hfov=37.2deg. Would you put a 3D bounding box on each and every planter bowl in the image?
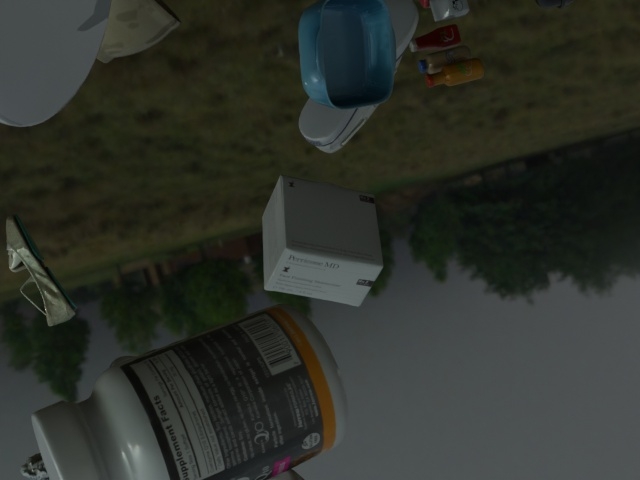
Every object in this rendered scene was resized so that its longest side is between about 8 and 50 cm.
[{"bbox_3d":[-0.273,-0.297,1.214,0.109,0.162,0.162,-45,176,7],"label":"planter bowl"}]

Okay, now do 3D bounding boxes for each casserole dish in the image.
[{"bbox_3d":[0.027,-0.194,0.978,0.037,0.114,0.188,3,-167,28],"label":"casserole dish"}]

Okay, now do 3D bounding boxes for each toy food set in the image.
[{"bbox_3d":[0.214,-0.395,1.764,0.104,0.232,0.111,-15,180,-7],"label":"toy food set"}]

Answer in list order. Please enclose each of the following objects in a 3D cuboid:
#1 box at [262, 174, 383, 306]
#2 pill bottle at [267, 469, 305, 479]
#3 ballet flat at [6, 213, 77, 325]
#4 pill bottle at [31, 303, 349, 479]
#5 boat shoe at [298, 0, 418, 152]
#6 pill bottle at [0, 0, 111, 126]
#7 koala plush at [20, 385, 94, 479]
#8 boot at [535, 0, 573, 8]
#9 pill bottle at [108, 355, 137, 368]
[{"bbox_3d":[0.000,0.000,1.667,0.181,0.182,0.119,11,135,-16],"label":"box"},{"bbox_3d":[-0.005,0.384,1.125,0.124,0.221,0.124,-38,-162,14],"label":"pill bottle"},{"bbox_3d":[-0.399,0.042,1.311,0.052,0.168,0.057,-33,177,-11],"label":"ballet flat"},{"bbox_3d":[-0.126,0.178,0.934,0.278,0.162,0.162,-20,-179,-23],"label":"pill bottle"},{"bbox_3d":[0.070,-0.254,1.485,0.096,0.267,0.088,29,176,26],"label":"boat shoe"},{"bbox_3d":[-0.355,-0.214,0.704,0.363,0.210,0.210,18,-172,13],"label":"pill bottle"},{"bbox_3d":[-0.342,0.351,1.494,0.221,0.203,0.196,-22,138,12],"label":"koala plush"},{"bbox_3d":[0.334,-0.543,1.888,0.260,0.131,0.348,-27,138,17],"label":"boot"},{"bbox_3d":[-0.404,0.363,1.906,0.246,0.130,0.130,-61,160,20],"label":"pill bottle"}]
